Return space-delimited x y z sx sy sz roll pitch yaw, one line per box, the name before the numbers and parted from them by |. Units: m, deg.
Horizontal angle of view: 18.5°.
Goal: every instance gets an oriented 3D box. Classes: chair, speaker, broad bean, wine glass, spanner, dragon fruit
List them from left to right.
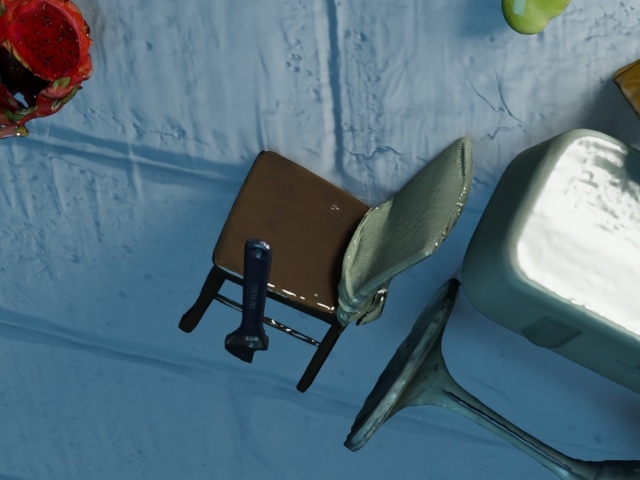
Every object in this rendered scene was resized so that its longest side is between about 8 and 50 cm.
dragon fruit | -0.320 -0.179 1.914 0.166 0.160 0.172 3 165 -44
spanner | -0.068 0.061 1.901 0.046 0.012 0.208 16 145 6
chair | 0.000 0.000 1.928 0.186 0.160 0.319 28 143 -4
broad bean | 0.186 -0.216 1.685 0.063 0.045 0.083 25 132 0
wine glass | 0.248 0.227 1.985 0.406 0.267 0.267 34 140 0
speaker | 0.338 0.055 1.736 0.406 0.183 0.184 27 171 -1

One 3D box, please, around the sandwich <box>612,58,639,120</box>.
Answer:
sandwich | 0.293 -0.090 1.667 0.079 0.163 0.113 45 138 -20
